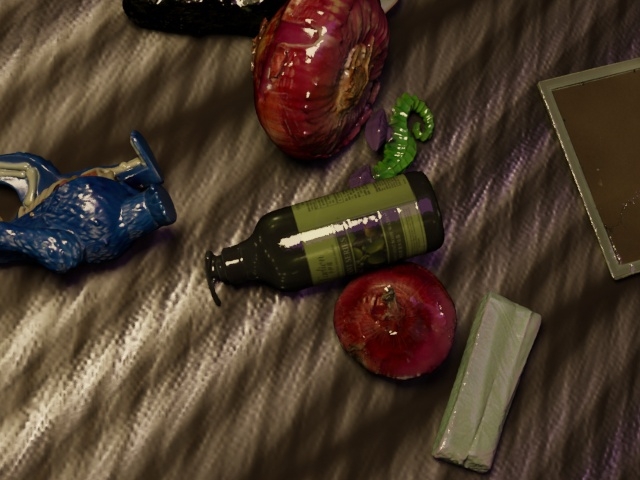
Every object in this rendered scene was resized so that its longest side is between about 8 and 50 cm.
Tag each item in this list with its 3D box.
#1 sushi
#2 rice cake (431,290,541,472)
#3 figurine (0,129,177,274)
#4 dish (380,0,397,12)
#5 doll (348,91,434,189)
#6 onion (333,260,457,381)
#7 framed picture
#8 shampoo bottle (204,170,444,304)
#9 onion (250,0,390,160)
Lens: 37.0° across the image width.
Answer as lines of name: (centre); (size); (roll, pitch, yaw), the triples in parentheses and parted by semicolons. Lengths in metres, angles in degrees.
sushi: (-0.142, -0.331, 1.187); (0.213, 0.115, 0.147); (-6, 80, -10)
rice cake: (0.206, 0.177, 1.180); (0.080, 0.042, 0.221); (27, 69, -11)
figurine: (-0.290, -0.021, 1.075); (0.263, 0.120, 0.164); (-9, 50, 6)
dish: (0.027, -0.385, 1.274); (0.154, 0.064, 0.234); (4, 73, -13)
doll: (0.101, -0.107, 1.225); (0.115, 0.050, 0.190); (26, 67, -31)
onion: (0.091, 0.083, 1.124); (0.150, 0.140, 0.150); (0, 64, -1)
framed picture: (0.446, -0.110, 1.331); (0.231, 0.018, 0.293); (-15, 79, -18)
shampoo bottle: (0.000, 0.000, 1.133); (0.284, 0.101, 0.101); (-16, 79, -2)
onion: (-0.015, -0.219, 1.161); (0.163, 0.230, 0.230); (28, 68, 25)
